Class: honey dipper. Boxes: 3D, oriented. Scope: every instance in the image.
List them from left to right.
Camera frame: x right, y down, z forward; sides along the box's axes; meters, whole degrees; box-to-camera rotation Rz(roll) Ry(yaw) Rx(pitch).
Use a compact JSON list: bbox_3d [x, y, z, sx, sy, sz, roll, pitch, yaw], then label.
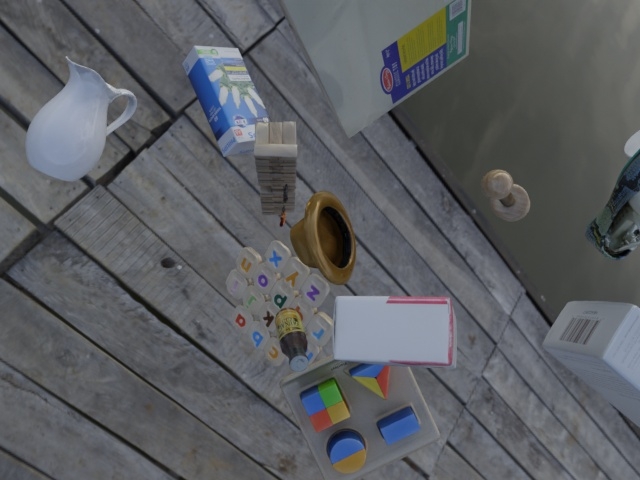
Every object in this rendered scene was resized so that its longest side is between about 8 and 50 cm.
[{"bbox_3d":[0.134,-0.033,0.338,0.161,0.031,0.030,4,82,-63],"label":"honey dipper"}]

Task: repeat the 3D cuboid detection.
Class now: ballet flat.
[{"bbox_3d":[0.370,-0.037,0.535,0.070,0.070,0.188,-58,155,-22],"label":"ballet flat"}]

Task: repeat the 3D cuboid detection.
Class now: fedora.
[{"bbox_3d":[0.000,0.000,0.893,0.194,0.079,0.194,31,54,-54],"label":"fedora"}]

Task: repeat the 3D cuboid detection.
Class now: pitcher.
[{"bbox_3d":[-0.452,-0.218,0.893,0.207,0.126,0.178,-62,160,6],"label":"pitcher"}]

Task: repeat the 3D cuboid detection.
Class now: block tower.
[{"bbox_3d":[-0.103,-0.162,1.102,0.091,0.335,0.097,-1,74,-5],"label":"block tower"}]

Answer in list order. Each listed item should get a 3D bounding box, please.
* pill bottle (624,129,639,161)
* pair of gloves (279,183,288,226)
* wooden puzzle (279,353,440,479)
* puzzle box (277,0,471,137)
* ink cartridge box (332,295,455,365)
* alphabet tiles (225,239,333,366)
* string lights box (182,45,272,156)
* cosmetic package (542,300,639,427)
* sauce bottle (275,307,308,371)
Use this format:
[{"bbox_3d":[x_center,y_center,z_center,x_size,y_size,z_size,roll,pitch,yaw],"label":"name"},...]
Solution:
[{"bbox_3d":[0.462,-0.077,0.604,0.152,0.086,0.086,43,66,-24],"label":"pill bottle"},{"bbox_3d":[-0.071,-0.071,0.924,0.010,0.074,0.083,6,104,-2],"label":"pair of gloves"},{"bbox_3d":[0.107,0.441,1.173,0.322,0.080,0.347,-25,98,-3],"label":"wooden puzzle"},{"bbox_3d":[0.095,-0.335,0.683,0.272,0.409,0.052,-34,68,4],"label":"puzzle box"},{"bbox_3d":[0.122,0.144,0.703,0.218,0.159,0.092,39,52,-67],"label":"ink cartridge box"},{"bbox_3d":[-0.097,0.146,1.047,0.284,0.277,0.021,40,31,17],"label":"alphabet tiles"},{"bbox_3d":[-0.221,-0.344,1.145,0.133,0.077,0.259,-21,83,-44],"label":"string lights box"},{"bbox_3d":[0.417,0.179,0.585,0.231,0.117,0.085,38,81,-4],"label":"cosmetic package"},{"bbox_3d":[-0.039,0.141,0.668,0.042,0.128,0.042,-4,109,-13],"label":"sauce bottle"}]
